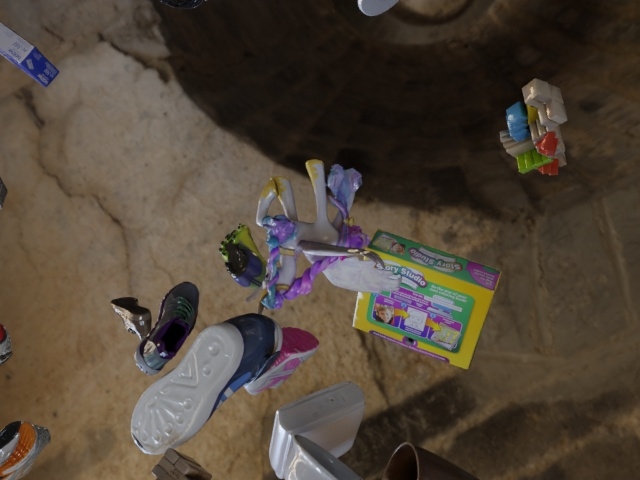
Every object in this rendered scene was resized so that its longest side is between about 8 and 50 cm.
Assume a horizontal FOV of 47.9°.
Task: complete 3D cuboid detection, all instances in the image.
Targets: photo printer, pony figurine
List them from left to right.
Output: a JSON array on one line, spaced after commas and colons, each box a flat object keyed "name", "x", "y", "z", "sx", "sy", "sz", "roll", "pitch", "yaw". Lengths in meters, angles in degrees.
[{"name": "photo printer", "x": -0.016, "y": 0.543, "z": 2.019, "sx": 0.256, "sy": 0.107, "sz": 0.307, "roll": -16, "pitch": 142, "yaw": -25}, {"name": "pony figurine", "x": 0.000, "y": 0.000, "z": 1.676, "sx": 0.351, "sy": 0.363, "sz": 0.303, "roll": -2, "pitch": 158, "yaw": 17}]

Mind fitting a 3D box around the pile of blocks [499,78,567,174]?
[{"name": "pile of blocks", "x": 0.501, "y": -0.231, "z": 1.689, "sx": 0.149, "sy": 0.112, "sz": 0.362, "roll": -12, "pitch": 156, "yaw": 16}]

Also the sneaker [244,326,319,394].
[{"name": "sneaker", "x": -0.111, "y": 0.310, "z": 1.850, "sx": 0.252, "sy": 0.103, "sz": 0.111, "roll": -21, "pitch": 138, "yaw": -37}]

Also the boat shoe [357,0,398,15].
[{"name": "boat shoe", "x": 0.139, "y": -0.531, "z": 1.356, "sx": 0.228, "sy": 0.080, "sz": 0.076, "roll": -56, "pitch": -140, "yaw": 14}]

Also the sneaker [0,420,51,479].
[{"name": "sneaker", "x": -0.661, "y": 0.484, "z": 1.491, "sx": 0.262, "sy": 0.099, "sz": 0.121, "roll": -42, "pitch": 161, "yaw": -2}]

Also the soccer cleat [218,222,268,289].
[{"name": "soccer cleat", "x": -0.196, "y": 0.048, "z": 1.916, "sx": 0.093, "sy": 0.121, "sz": 0.289, "roll": -47, "pitch": -157, "yaw": 11}]

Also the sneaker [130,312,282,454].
[{"name": "sneaker", "x": -0.198, "y": 0.274, "z": 1.403, "sx": 0.323, "sy": 0.130, "sz": 0.236, "roll": -52, "pitch": 159, "yaw": 17}]

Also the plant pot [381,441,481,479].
[{"name": "plant pot", "x": 0.257, "y": 0.542, "z": 1.450, "sx": 0.215, "sy": 0.230, "sz": 0.215, "roll": -162, "pitch": -90, "yaw": -81}]

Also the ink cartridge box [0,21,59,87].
[{"name": "ink cartridge box", "x": -0.622, "y": -0.391, "z": 1.429, "sx": 0.046, "sy": 0.207, "sz": 0.097, "roll": -52, "pitch": 162, "yaw": -8}]

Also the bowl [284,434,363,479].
[{"name": "bowl", "x": 0.017, "y": 0.604, "z": 1.705, "sx": 0.134, "sy": 0.298, "sz": 0.298, "roll": -52, "pitch": -165, "yaw": -6}]

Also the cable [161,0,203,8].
[{"name": "cable", "x": -0.384, "y": -0.734, "z": 2.098, "sx": 0.150, "sy": 0.047, "sz": 0.184, "roll": -37, "pitch": 168, "yaw": 20}]

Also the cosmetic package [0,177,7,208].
[{"name": "cosmetic package", "x": -1.069, "y": -0.147, "z": 2.126, "sx": 0.238, "sy": 0.127, "sz": 0.107, "roll": -12, "pitch": -137, "yaw": 1}]

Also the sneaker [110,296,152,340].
[{"name": "sneaker", "x": -0.453, "y": 0.185, "z": 1.713, "sx": 0.066, "sy": 0.071, "sz": 0.188, "roll": -6, "pitch": -168, "yaw": -30}]

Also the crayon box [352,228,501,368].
[{"name": "crayon box", "x": 0.290, "y": 0.167, "z": 2.037, "sx": 0.363, "sy": 0.313, "sz": 0.106, "roll": 19, "pitch": -140, "yaw": 15}]

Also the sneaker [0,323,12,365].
[{"name": "sneaker", "x": -0.713, "y": 0.218, "z": 1.312, "sx": 0.279, "sy": 0.118, "sz": 0.107, "roll": -21, "pitch": 164, "yaw": -28}]

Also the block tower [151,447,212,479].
[{"name": "block tower", "x": -0.318, "y": 0.527, "z": 1.232, "sx": 0.091, "sy": 0.097, "sz": 0.335, "roll": 29, "pitch": -105, "yaw": 33}]

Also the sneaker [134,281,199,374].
[{"name": "sneaker", "x": -0.266, "y": 0.156, "z": 1.373, "sx": 0.098, "sy": 0.083, "sz": 0.224, "roll": -31, "pitch": -153, "yaw": 37}]
